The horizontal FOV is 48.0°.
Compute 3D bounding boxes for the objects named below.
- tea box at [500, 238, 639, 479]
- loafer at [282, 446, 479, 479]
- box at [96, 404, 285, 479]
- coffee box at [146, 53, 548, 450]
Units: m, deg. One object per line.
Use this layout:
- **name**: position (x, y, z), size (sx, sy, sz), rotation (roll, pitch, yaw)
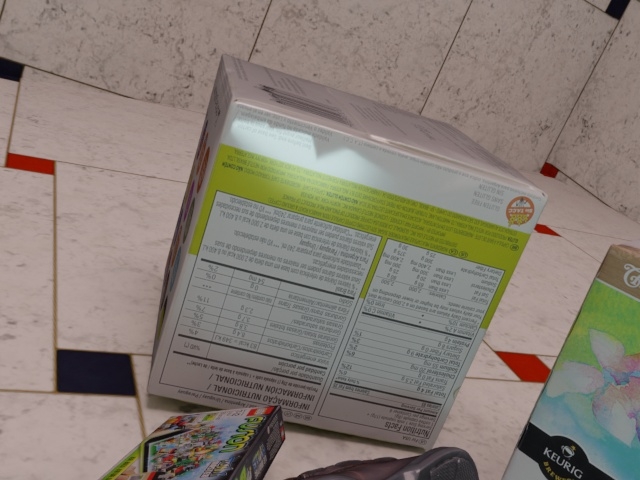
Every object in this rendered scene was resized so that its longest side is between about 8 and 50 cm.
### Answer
- **tea box**: position (0.403, 0.201, 0.700), size (0.329, 0.323, 0.220), rotation (31, 23, 35)
- **loafer**: position (0.022, 0.246, 0.629), size (0.303, 0.109, 0.095), rotation (1, -9, -45)
- **box**: position (-0.103, 0.187, 0.600), size (0.114, 0.036, 0.207), rotation (-8, 1, 7)
- **coffee box**: position (0.000, 0.000, 0.886), size (0.338, 0.334, 0.337), rotation (15, 19, -14)
